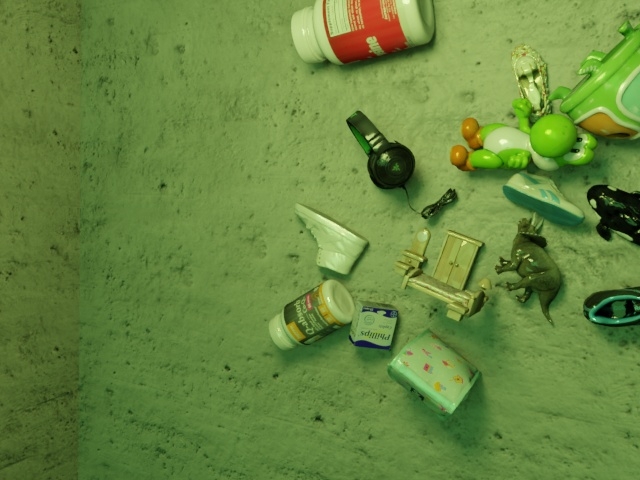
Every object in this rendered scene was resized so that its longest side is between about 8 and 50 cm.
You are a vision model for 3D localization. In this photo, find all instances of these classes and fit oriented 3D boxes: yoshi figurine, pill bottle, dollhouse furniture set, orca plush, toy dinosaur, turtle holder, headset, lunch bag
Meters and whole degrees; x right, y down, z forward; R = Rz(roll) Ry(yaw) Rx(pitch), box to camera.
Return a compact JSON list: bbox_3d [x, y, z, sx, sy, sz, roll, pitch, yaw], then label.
[{"bbox_3d":[0.532,-0.271,1.412,0.362,0.203,0.203,9,114,40],"label":"yoshi figurine"},{"bbox_3d":[0.126,-0.678,1.633,0.408,0.229,0.228,-5,90,28],"label":"pill bottle"},{"bbox_3d":[0.327,0.065,1.486,0.304,0.356,0.173,23,102,26],"label":"dollhouse furniture set"},{"bbox_3d":[0.808,-0.033,1.370,0.151,0.102,0.287,-31,78,25],"label":"orca plush"},{"bbox_3d":[-0.032,0.260,1.792,0.279,0.162,0.162,-33,77,24],"label":"pill bottle"},{"bbox_3d":[0.596,0.087,1.479,0.160,0.121,0.313,-29,76,32],"label":"toy dinosaur"},{"bbox_3d":[0.769,-0.397,1.328,0.227,0.320,0.243,44,154,5],"label":"turtle holder"},{"bbox_3d":[0.235,-0.241,1.610,0.185,0.243,0.394,-36,90,4],"label":"headset"},{"bbox_3d":[0.328,0.398,1.551,0.223,0.262,0.160,38,108,20],"label":"lunch bag"}]

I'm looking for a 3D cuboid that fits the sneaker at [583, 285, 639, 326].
[{"bbox_3d":[0.849,0.166,1.330,0.341,0.140,0.124,-18,82,29],"label":"sneaker"}]

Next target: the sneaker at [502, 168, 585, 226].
[{"bbox_3d":[0.626,-0.122,1.458,0.229,0.087,0.092,36,74,29],"label":"sneaker"}]

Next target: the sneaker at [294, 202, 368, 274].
[{"bbox_3d":[0.000,0.000,1.795,0.293,0.108,0.169,33,103,21],"label":"sneaker"}]

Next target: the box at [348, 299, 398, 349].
[{"bbox_3d":[0.170,0.272,1.700,0.126,0.072,0.137,9,99,-14],"label":"box"}]

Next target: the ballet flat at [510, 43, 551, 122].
[{"bbox_3d":[0.594,-0.446,1.481,0.091,0.077,0.240,-19,83,27],"label":"ballet flat"}]
